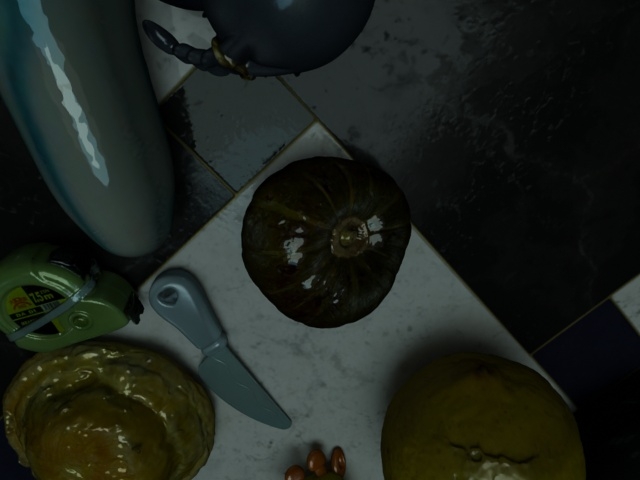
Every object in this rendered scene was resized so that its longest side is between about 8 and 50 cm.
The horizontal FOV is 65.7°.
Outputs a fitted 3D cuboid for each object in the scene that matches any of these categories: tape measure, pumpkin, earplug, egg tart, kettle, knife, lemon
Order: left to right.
[{"bbox_3d":[-0.357,0.075,0.661,0.178,0.087,0.154,-22,122,6],"label":"tape measure"},{"bbox_3d":[-0.255,-0.125,0.556,0.185,0.185,0.323,-11,115,1],"label":"earplug"},{"bbox_3d":[-0.314,0.292,0.723,0.319,0.128,0.318,-1,112,-2],"label":"egg tart"},{"bbox_3d":[-0.150,0.184,0.744,0.080,0.044,0.331,-26,113,5],"label":"knife"},{"bbox_3d":[0.000,0.000,0.623,0.219,0.162,0.218,-6,102,-28],"label":"pumpkin"},{"bbox_3d":[0.216,0.294,0.681,0.293,0.293,0.293,-1,110,-3],"label":"lemon"},{"bbox_3d":[0.454,0.381,0.746,0.290,0.268,0.207,-30,74,-10],"label":"kettle"}]

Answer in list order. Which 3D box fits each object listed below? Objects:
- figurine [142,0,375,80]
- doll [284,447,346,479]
[{"bbox_3d":[-0.066,-0.255,0.472,0.175,0.265,0.197,-17,111,-35],"label":"figurine"},{"bbox_3d":[0.003,0.447,0.812,0.143,0.135,0.220,-26,107,-28],"label":"doll"}]
